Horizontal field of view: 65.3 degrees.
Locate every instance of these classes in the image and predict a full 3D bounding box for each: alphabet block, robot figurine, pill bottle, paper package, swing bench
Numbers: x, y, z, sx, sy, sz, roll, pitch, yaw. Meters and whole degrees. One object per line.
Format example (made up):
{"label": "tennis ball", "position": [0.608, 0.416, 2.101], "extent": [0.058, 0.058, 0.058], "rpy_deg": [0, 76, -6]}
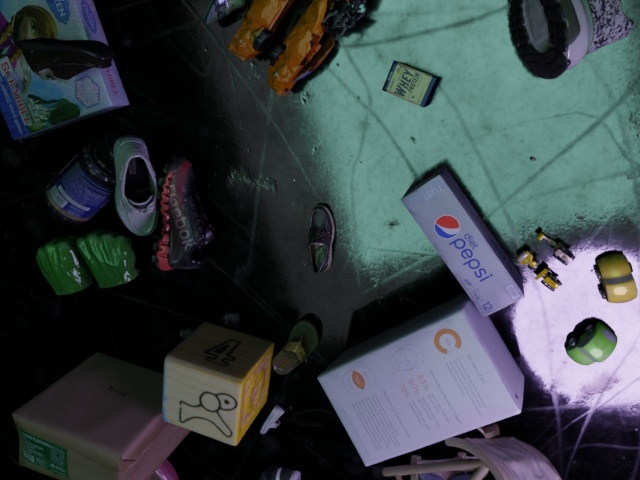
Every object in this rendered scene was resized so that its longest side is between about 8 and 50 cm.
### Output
{"label": "alphabet block", "position": [-0.244, 0.338, 1.208], "extent": [0.197, 0.193, 0.192], "rpy_deg": [15, 113, 13]}
{"label": "robot figurine", "position": [-0.038, -0.434, 0.940], "extent": [0.211, 0.085, 0.291], "rpy_deg": [44, 116, 0]}
{"label": "pill bottle", "position": [-0.532, -0.147, 1.172], "extent": [0.219, 0.123, 0.123], "rpy_deg": [-36, 94, 20]}
{"label": "paper package", "position": [-0.539, 0.465, 1.282], "extent": [0.325, 0.309, 0.168], "rpy_deg": [13, 111, 15]}
{"label": "swing bench", "position": [0.317, 0.496, 1.026], "extent": [0.255, 0.253, 0.165], "rpy_deg": [-42, 48, 25]}

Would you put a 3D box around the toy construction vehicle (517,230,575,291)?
{"label": "toy construction vehicle", "position": [0.443, 0.039, 0.974], "extent": [0.098, 0.035, 0.086], "rpy_deg": [37, 126, 6]}

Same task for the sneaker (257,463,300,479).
{"label": "sneaker", "position": [-0.127, 0.703, 1.362], "extent": [0.121, 0.079, 0.216], "rpy_deg": [14, 103, 17]}

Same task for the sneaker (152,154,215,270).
{"label": "sneaker", "position": [-0.304, -0.054, 1.150], "extent": [0.135, 0.097, 0.276], "rpy_deg": [10, 106, 6]}

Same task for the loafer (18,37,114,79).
{"label": "loafer", "position": [-0.528, -0.380, 1.056], "extent": [0.220, 0.080, 0.078], "rpy_deg": [12, 121, 18]}

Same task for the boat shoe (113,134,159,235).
{"label": "boat shoe", "position": [-0.407, -0.102, 1.127], "extent": [0.088, 0.096, 0.267], "rpy_deg": [56, 144, 39]}

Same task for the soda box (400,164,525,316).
{"label": "soda box", "position": [0.279, -0.001, 0.975], "extent": [0.091, 0.098, 0.286], "rpy_deg": [-34, 95, 26]}

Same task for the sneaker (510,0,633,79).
{"label": "sneaker", "position": [0.387, -0.476, 0.787], "extent": [0.182, 0.158, 0.410], "rpy_deg": [-17, 102, -9]}

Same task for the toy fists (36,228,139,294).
{"label": "toy fists", "position": [-0.598, 0.046, 1.281], "extent": [0.279, 0.096, 0.142], "rpy_deg": [-9, 115, 19]}

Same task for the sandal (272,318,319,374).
{"label": "sandal", "position": [-0.064, 0.267, 1.203], "extent": [0.072, 0.049, 0.180], "rpy_deg": [38, 115, 3]}

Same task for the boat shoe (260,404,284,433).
{"label": "boat shoe", "position": [-0.124, 0.473, 1.302], "extent": [0.035, 0.035, 0.100], "rpy_deg": [33, 108, 8]}

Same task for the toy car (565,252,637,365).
{"label": "toy car", "position": [0.574, 0.170, 0.960], "extent": [0.239, 0.053, 0.225], "rpy_deg": [39, 115, 2]}

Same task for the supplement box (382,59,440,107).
{"label": "supplement box", "position": [0.168, -0.289, 0.921], "extent": [0.083, 0.083, 0.056], "rpy_deg": [26, 113, 10]}

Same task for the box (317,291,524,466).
{"label": "box", "position": [0.206, 0.284, 1.038], "extent": [0.345, 0.168, 0.215], "rpy_deg": [-31, 85, 25]}

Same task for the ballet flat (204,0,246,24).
{"label": "ballet flat", "position": [-0.164, -0.497, 0.974], "extent": [0.070, 0.070, 0.188], "rpy_deg": [36, 118, 4]}

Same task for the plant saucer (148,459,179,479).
{"label": "plant saucer", "position": [-0.552, 0.736, 1.502], "extent": [0.332, 0.084, 0.332], "rpy_deg": [5, 108, 16]}

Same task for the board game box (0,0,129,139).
{"label": "board game box", "position": [-0.634, -0.425, 1.146], "extent": [0.318, 0.066, 0.318], "rpy_deg": [-11, 104, 21]}

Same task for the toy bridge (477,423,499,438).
{"label": "toy bridge", "position": [0.331, 0.370, 1.122], "extent": [0.063, 0.026, 0.188], "rpy_deg": [-29, 97, 25]}

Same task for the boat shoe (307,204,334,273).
{"label": "boat shoe", "position": [0.000, 0.000, 1.092], "extent": [0.056, 0.049, 0.152], "rpy_deg": [1, 108, 18]}
